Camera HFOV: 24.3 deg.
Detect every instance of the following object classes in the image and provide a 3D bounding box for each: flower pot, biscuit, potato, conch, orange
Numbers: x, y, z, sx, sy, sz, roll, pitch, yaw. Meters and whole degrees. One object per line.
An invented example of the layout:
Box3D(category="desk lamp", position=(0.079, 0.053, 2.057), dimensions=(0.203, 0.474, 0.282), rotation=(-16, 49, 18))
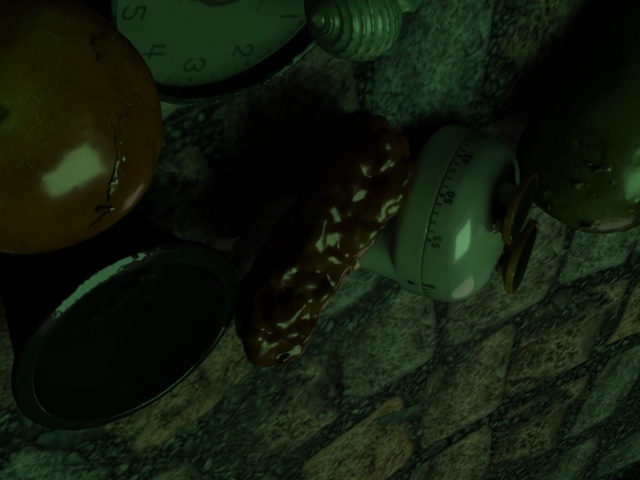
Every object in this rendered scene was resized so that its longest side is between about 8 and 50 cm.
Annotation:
Box3D(category="flower pot", position=(-0.240, 0.058, 1.609), dimensions=(0.269, 0.166, 0.269), rotation=(-26, 146, -19))
Box3D(category="biscuit", position=(0.000, 0.000, 1.725), dimensions=(0.318, 0.110, 0.312), rotation=(-56, -177, 3))
Box3D(category="potato", position=(0.420, -0.174, 1.989), dimensions=(0.359, 0.219, 0.270), rotation=(-57, 176, 5))
Box3D(category="conch", position=(0.039, -0.251, 1.470), dimensions=(0.153, 0.102, 0.135), rotation=(-55, 154, -53))
Box3D(category="orange", position=(-0.259, -0.105, 1.323), dimensions=(0.240, 0.240, 0.240), rotation=(-28, 146, -21))

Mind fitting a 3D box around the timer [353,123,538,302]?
Box3D(category="timer", position=(0.152, -0.037, 1.935), dimensions=(0.233, 0.240, 0.233), rotation=(17, 90, -71))

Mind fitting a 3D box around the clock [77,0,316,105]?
Box3D(category="clock", position=(-0.088, -0.277, 1.461), dimensions=(0.325, 0.067, 0.325), rotation=(-28, 145, -22))
